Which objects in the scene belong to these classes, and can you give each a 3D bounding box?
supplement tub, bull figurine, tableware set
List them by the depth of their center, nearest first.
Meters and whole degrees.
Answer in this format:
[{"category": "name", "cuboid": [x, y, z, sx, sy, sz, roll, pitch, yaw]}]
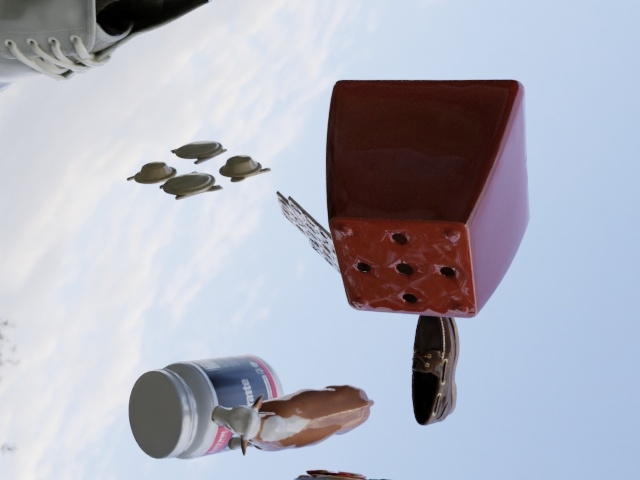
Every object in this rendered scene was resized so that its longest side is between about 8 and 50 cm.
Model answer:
[{"category": "tableware set", "cuboid": [-0.157, -0.089, 1.168, 0.141, 0.020, 0.168, -25, -149, -33]}, {"category": "bull figurine", "cuboid": [-0.059, 0.312, 1.617, 0.188, 0.310, 0.101, -20, -106, 59]}, {"category": "supplement tub", "cuboid": [-0.223, 0.331, 1.852, 0.191, 0.272, 0.191, 0, -90, 42]}]

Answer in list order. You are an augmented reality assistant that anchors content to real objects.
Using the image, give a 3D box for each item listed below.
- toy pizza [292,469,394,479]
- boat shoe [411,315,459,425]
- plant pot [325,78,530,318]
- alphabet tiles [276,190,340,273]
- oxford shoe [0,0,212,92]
[{"category": "toy pizza", "cuboid": [0.053, 0.413, 1.572, 0.201, 0.201, 0.032, -18, -123, 51]}, {"category": "boat shoe", "cuboid": [0.185, 0.207, 1.535, 0.073, 0.073, 0.207, 8, -73, 48]}, {"category": "plant pot", "cuboid": [0.135, -0.043, 1.270, 0.267, 0.267, 0.236, 3, -134, 18]}, {"category": "alphabet tiles", "cuboid": [0.000, 0.000, 1.848, 0.009, 0.237, 0.198, -43, 163, -11]}, {"category": "oxford shoe", "cuboid": [-0.298, -0.250, 1.065, 0.449, 0.169, 0.130, -21, -105, 28]}]
